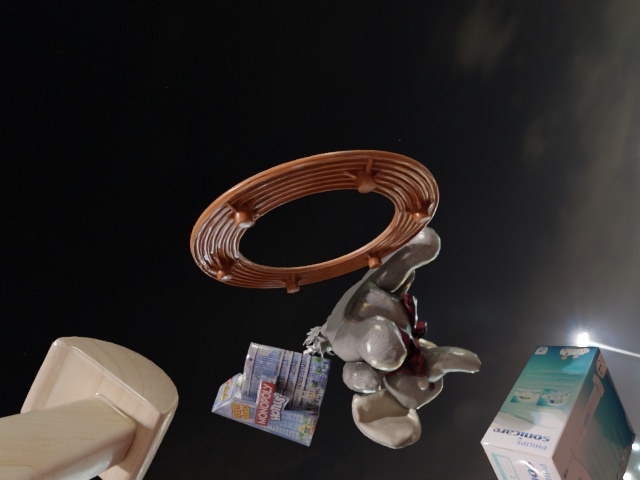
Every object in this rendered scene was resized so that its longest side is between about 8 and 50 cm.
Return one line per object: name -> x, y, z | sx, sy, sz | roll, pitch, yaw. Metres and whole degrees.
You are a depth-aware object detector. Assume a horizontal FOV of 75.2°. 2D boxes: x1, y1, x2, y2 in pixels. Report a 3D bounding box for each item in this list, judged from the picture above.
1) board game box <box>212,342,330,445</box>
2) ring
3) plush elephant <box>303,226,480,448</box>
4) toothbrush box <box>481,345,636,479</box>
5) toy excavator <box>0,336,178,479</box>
board game box -> -0.095, 0.281, 0.761 | 0.060, 0.194, 0.194 | -80, 1, -56
ring -> 0.000, 0.000, 0.562 | 0.337, 0.337, 0.032 | 14, -128, -46
plush elephant -> 0.144, 0.196, 0.737 | 0.255, 0.330, 0.272 | 37, -135, -7
toothbrush box -> 0.452, 0.368, 0.771 | 0.295, 0.126, 0.216 | -34, -79, -39
toy excavator -> -0.326, 0.101, 0.180 | 0.445, 0.433, 0.222 | 27, -89, -7
